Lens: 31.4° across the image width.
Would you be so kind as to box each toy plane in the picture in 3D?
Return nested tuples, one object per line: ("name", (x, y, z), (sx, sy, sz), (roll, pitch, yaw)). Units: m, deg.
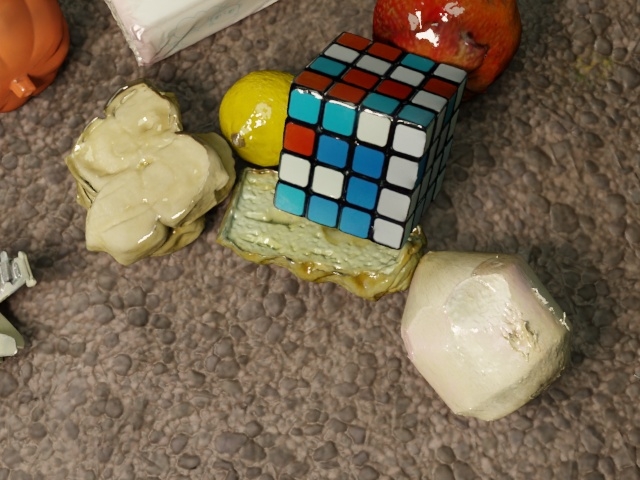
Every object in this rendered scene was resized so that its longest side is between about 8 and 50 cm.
("toy plane", (-0.401, 0.032, 1.255), (0.192, 0.088, 0.262), (-33, 70, 21))

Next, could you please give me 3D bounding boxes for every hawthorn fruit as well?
("hawthorn fruit", (0.148, -0.248, 1.281), (0.173, 0.173, 0.179), (41, 73, 12))

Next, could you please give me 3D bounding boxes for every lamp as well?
("lamp", (-0.371, -0.222, 1.275), (0.187, 0.188, 0.164), (-39, 77, -9))

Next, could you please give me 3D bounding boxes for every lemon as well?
("lemon", (-0.059, -0.138, 1.275), (0.109, 0.109, 0.133), (40, 46, 11))

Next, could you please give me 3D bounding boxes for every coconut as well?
("coconut", (0.166, 0.086, 1.178), (0.171, 0.171, 0.183), (-37, 88, -8))

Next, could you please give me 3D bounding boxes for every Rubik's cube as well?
("Rubik's cube", (0.053, -0.107, 1.205), (0.151, 0.154, 0.155), (20, 37, 12))

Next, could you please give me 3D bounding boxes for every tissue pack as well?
("tissue pack", (-0.139, -0.350, 1.334), (0.271, 0.124, 0.201), (-29, 75, -7))

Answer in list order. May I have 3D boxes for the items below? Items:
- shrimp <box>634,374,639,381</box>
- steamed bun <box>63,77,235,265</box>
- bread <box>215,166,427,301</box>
("shrimp", (0.433, 0.199, 1.191), (0.232, 0.079, 0.090), (27, 115, 11))
("steamed bun", (-0.190, -0.063, 1.268), (0.177, 0.106, 0.192), (40, 92, 25))
("bread", (0.000, 0.000, 1.249), (0.232, 0.088, 0.128), (14, 45, 7))
